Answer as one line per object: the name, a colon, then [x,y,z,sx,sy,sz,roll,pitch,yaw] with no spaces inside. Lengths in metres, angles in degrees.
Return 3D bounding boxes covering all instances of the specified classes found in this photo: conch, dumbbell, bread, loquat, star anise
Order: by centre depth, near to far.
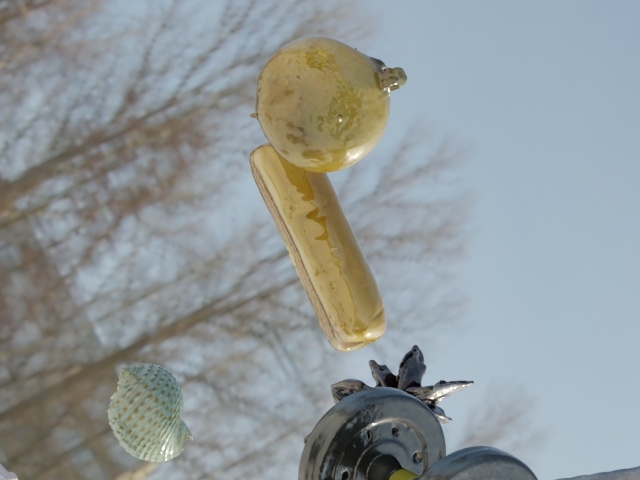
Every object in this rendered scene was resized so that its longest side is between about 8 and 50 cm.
dumbbell: [0.084,0.217,1.369,0.325,0.143,0.143,26,-42,55]
conch: [-0.152,0.149,1.411,0.085,0.076,0.056,49,-2,20]
loquat: [0.011,-0.174,2.013,0.149,0.204,0.172,-61,128,-72]
bread: [0.000,0.000,2.152,0.305,0.091,0.142,66,-16,10]
star anise: [0.102,0.264,2.356,0.212,0.283,0.129,19,-53,6]

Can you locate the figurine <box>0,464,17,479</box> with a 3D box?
figurine: [-0.586,0.442,2.490,0.144,0.256,0.182,55,-39,20]

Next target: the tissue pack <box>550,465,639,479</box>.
tissue pack: [0.307,0.427,1.926,0.124,0.394,0.288,77,4,-72]
